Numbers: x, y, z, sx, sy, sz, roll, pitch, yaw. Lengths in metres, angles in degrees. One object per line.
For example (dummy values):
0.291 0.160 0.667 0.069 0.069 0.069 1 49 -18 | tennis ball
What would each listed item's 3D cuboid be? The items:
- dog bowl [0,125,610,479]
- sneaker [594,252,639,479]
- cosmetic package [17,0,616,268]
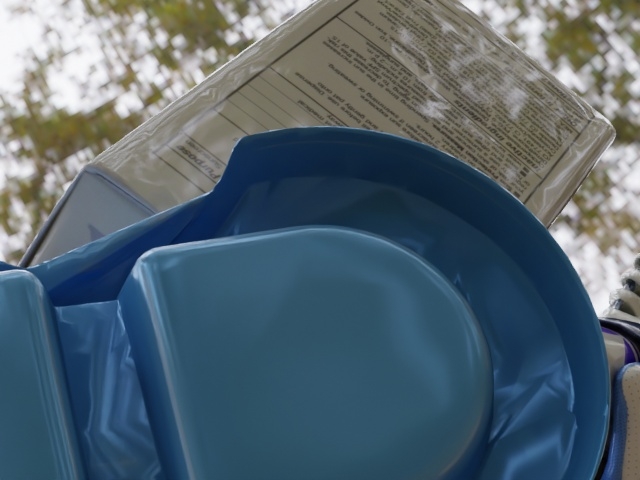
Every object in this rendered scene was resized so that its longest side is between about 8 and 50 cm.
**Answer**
-0.062 0.062 0.550 0.297 0.166 0.074 -9 -30 -13 | dog bowl
0.205 0.063 1.075 0.322 0.130 0.236 -67 -30 -15 | sneaker
0.000 0.000 0.784 0.129 0.153 0.296 -53 -6 33 | cosmetic package
